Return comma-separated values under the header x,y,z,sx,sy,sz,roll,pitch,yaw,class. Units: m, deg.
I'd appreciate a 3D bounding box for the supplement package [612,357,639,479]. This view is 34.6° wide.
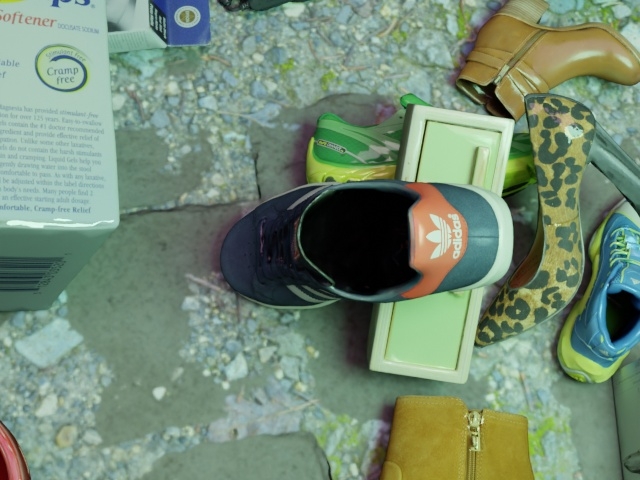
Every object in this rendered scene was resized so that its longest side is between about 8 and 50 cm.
x,y,z,sx,sy,sz,roll,pitch,yaw,class
0.378,0.212,1.066,0.105,0.105,0.179,2,70,-8,supplement package

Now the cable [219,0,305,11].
x,y,z,sx,sy,sz,roll,pitch,yaw,class
-0.055,-0.353,1.244,0.184,0.047,0.150,-24,71,-10,cable

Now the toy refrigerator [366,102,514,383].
x,y,z,sx,sy,sz,roll,pitch,yaw,class
0.118,0.002,1.048,0.102,0.094,0.269,9,98,-1,toy refrigerator

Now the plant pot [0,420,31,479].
x,y,z,sx,sy,sz,roll,pitch,yaw,class
-0.351,0.241,0.925,0.191,0.174,0.191,2,70,-7,plant pot

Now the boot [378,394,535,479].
x,y,z,sx,sy,sz,roll,pitch,yaw,class
0.074,0.259,1.022,0.295,0.104,0.211,3,65,-12,boot

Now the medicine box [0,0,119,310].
x,y,z,sx,sy,sz,roll,pitch,yaw,class
-0.306,-0.104,0.988,0.149,0.263,0.289,2,70,-27,medicine box

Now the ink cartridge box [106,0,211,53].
x,y,z,sx,sy,sz,roll,pitch,yaw,class
-0.243,-0.315,1.179,0.224,0.045,0.223,-6,67,-2,ink cartridge box

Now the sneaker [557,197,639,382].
x,y,z,sx,sy,sz,roll,pitch,yaw,class
0.339,0.040,1.109,0.091,0.126,0.240,24,71,0,sneaker

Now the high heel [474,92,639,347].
x,y,z,sx,sy,sz,roll,pitch,yaw,class
0.210,-0.021,1.084,0.186,0.093,0.261,41,102,-14,high heel

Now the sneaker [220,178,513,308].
x,y,z,sx,sy,sz,roll,pitch,yaw,class
0.000,0.000,0.972,0.148,0.350,0.131,0,83,-47,sneaker

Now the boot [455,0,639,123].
x,y,z,sx,sy,sz,roll,pitch,yaw,class
0.270,-0.195,1.214,0.197,0.073,0.152,30,68,16,boot

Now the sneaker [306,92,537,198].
x,y,z,sx,sy,sz,roll,pitch,yaw,class
0.131,-0.107,1.143,0.295,0.109,0.123,-2,75,-8,sneaker
